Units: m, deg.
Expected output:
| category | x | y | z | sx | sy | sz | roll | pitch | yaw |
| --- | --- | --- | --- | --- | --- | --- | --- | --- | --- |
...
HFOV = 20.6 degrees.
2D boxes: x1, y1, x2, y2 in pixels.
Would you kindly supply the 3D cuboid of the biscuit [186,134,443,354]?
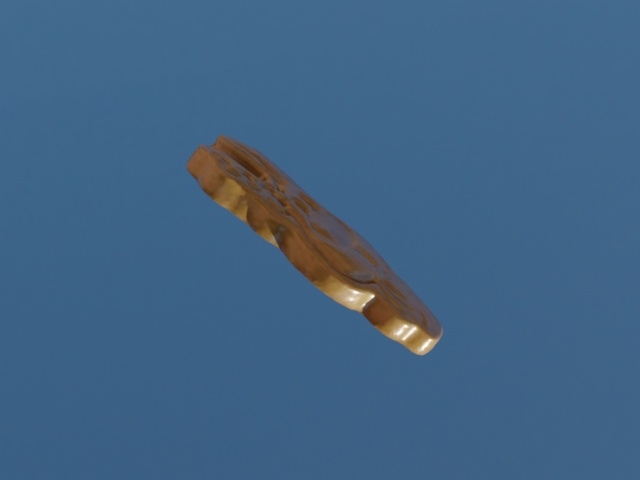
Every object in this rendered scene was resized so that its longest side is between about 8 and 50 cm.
| category | x | y | z | sx | sy | sz | roll | pitch | yaw |
| --- | --- | --- | --- | --- | --- | --- | --- | --- | --- |
| biscuit | 0.000 | 0.001 | 1.358 | 0.236 | 0.040 | 0.144 | 38 | -161 | 3 |
